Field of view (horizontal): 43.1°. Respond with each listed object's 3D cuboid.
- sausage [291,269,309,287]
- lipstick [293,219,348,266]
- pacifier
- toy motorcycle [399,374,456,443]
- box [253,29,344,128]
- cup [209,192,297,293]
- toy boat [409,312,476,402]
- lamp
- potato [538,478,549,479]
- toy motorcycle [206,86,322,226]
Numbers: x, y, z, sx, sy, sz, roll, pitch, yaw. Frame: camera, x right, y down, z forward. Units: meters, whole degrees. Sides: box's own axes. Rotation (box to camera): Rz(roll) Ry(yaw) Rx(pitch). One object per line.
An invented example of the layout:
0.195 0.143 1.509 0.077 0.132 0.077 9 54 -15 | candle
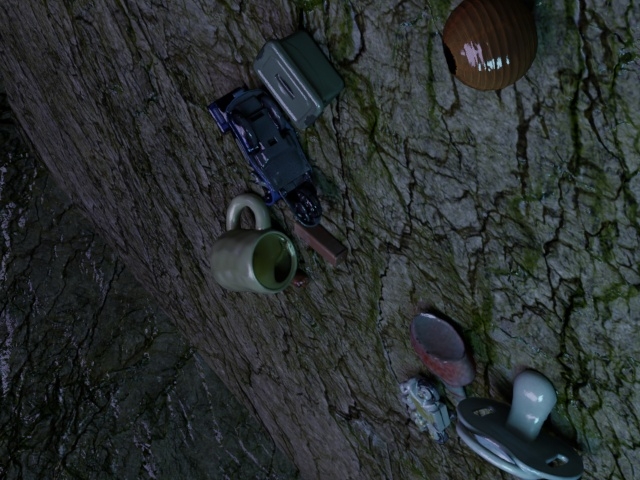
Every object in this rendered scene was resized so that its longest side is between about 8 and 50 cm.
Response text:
-0.096 0.082 2.234 0.177 0.040 0.047 31 148 41 | sausage
0.000 0.000 1.959 0.145 0.045 0.045 41 154 24 | lipstick
0.408 0.362 1.625 0.279 0.227 0.207 32 108 37 | pacifier
0.256 0.408 2.017 0.151 0.074 0.228 31 149 43 | toy motorcycle
-0.037 -0.316 1.561 0.172 0.093 0.124 54 154 -2 | box
-0.201 0.019 2.156 0.202 0.173 0.255 1 122 48 | cup
0.285 0.286 1.827 0.206 0.096 0.282 39 164 41 | toy boat
0.233 -0.274 1.114 0.136 0.136 0.136 40 152 26 | lamp
0.515 0.591 1.788 0.117 0.090 0.225 19 137 28 | potato
-0.112 -0.185 1.837 0.358 0.125 0.213 59 162 -9 | toy motorcycle
